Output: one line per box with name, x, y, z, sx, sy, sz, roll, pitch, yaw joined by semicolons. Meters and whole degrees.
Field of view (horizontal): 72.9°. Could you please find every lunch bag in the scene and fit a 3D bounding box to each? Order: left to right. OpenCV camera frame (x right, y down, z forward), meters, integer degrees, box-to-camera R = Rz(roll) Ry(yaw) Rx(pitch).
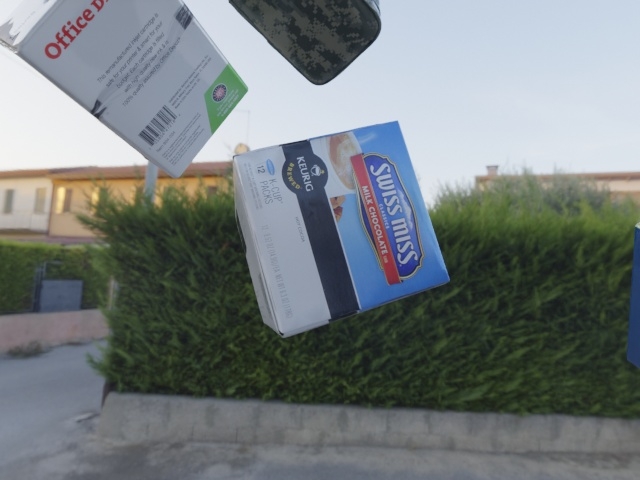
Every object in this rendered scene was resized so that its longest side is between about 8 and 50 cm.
lunch bag;-0.026;-0.526;0.894;0.305;0.256;0.212;35;-52;-28

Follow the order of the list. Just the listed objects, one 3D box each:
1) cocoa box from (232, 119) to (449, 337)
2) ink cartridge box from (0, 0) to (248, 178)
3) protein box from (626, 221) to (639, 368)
cocoa box;0.000;0.000;0.687;0.227;0.232;0.347;-15;-6;-12
ink cartridge box;-0.264;-0.253;0.627;0.114;0.198;0.273;32;-8;34
protein box;0.383;0.072;0.333;0.136;0.200;0.201;-30;35;-4
